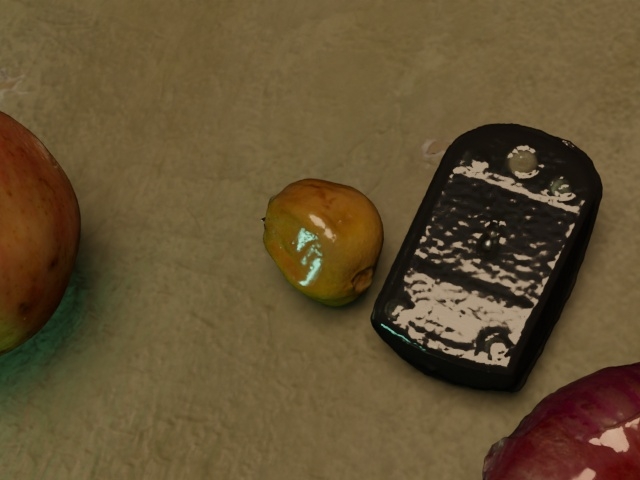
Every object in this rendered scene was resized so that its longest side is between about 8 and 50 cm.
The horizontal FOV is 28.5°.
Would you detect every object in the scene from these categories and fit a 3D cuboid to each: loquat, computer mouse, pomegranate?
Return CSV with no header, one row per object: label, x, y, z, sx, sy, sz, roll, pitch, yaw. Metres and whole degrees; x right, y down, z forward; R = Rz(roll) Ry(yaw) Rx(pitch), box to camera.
loquat,0.000,0.000,1.291,0.137,0.137,0.113,34,60,24
computer mouse,0.171,0.018,1.261,0.170,0.100,0.269,22,74,23
pomegranate,-0.415,-0.014,1.261,0.338,0.338,0.338,-4,63,9

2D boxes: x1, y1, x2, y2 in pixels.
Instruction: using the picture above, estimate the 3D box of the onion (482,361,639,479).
onion,0.259,0.264,1.050,0.348,0.285,0.347,0,91,-22
